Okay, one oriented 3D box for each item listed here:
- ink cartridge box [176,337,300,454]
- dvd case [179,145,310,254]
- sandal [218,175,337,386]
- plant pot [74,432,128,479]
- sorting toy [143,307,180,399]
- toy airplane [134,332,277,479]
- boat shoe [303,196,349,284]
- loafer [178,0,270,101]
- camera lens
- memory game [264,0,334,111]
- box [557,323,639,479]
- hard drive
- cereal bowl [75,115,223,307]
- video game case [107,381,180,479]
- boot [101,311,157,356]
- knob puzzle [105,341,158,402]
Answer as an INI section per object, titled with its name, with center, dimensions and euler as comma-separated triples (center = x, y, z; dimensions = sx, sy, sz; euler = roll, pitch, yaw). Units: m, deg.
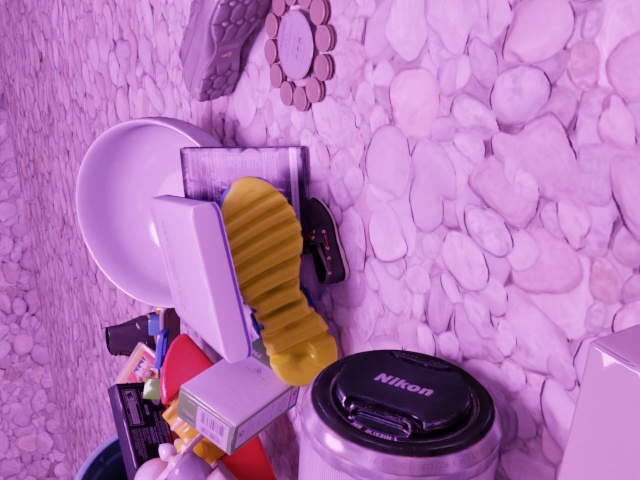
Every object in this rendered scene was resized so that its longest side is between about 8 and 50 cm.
[ink cartridge box]
center = -0.102, 0.221, 1.092
dimensions = 0.109, 0.209, 0.062
euler = 28, 124, 26
[dvd case]
center = -0.118, -0.065, 1.132
dimensions = 0.221, 0.018, 0.164
euler = 3, 104, 26
[sandal]
center = -0.075, 0.057, 1.075
dimensions = 0.138, 0.126, 0.317
euler = -139, 33, -73
[plant pot]
center = -0.368, 0.613, 1.590
dimensions = 0.341, 0.341, 0.334
euler = 64, 154, 23
[sorting toy]
center = -0.304, 0.180, 1.414
dimensions = 0.347, 0.047, 0.196
euler = -94, 11, -73
[toy airplane]
center = -0.172, 0.397, 1.223
dimensions = 0.384, 0.272, 0.386
euler = -127, 21, -52
[boat shoe]
center = 0.001, -0.001, 1.045
dimensions = 0.049, 0.042, 0.133
euler = -40, 64, 58
[loafer]
center = -0.161, -0.347, 1.125
dimensions = 0.111, 0.112, 0.319
euler = 59, 145, 15
[camera lens]
center = 0.083, 0.280, 0.831
dimensions = 0.219, 0.219, 0.274
euler = 32, 126, 50
[memory game]
center = -0.033, -0.278, 1.037
dimensions = 0.186, 0.012, 0.186
euler = 27, 122, 53
[box]
center = 0.274, 0.217, 0.625
dimensions = 0.113, 0.094, 0.275
euler = 35, 128, 48
[hard drive]
center = -0.185, 0.041, 1.067
dimensions = 0.319, 0.040, 0.210
euler = -167, 63, -67
[cereal bowl]
center = -0.260, -0.057, 1.292
dimensions = 0.339, 0.141, 0.339
euler = 8, 107, 25
[video game case]
center = -0.283, 0.410, 1.431
dimensions = 0.035, 0.248, 0.275
euler = -33, 66, 28
[boot]
center = -0.450, 0.285, 1.763
dimensions = 0.077, 0.137, 0.198
euler = -17, 86, 59
[knob puzzle]
center = -0.397, 0.364, 1.702
dimensions = 0.213, 0.030, 0.213
euler = 0, 92, 14
